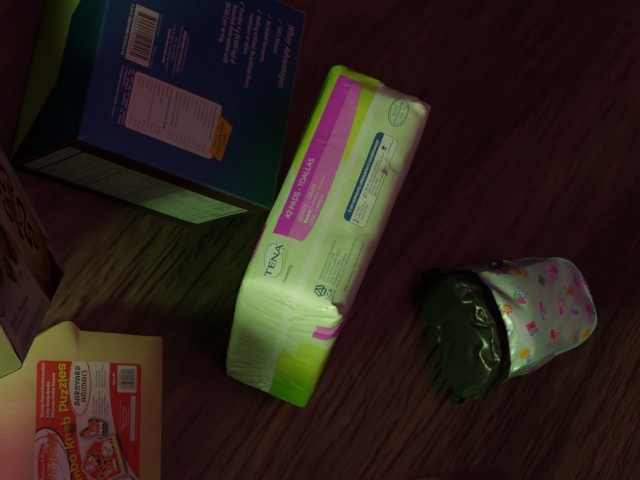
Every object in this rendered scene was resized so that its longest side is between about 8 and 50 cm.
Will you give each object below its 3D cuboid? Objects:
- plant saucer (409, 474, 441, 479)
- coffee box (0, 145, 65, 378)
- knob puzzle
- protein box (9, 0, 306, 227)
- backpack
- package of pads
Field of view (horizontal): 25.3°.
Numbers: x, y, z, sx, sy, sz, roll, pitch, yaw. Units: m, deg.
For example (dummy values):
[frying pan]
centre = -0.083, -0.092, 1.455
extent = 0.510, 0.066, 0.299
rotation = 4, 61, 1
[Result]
[plant saucer]
centre = 0.080, 0.348, 1.455
extent = 0.188, 0.045, 0.188
rotation = -5, 87, -39
[coffee box]
centre = -0.290, 0.008, 1.053
extent = 0.119, 0.297, 0.168
rotation = -25, 101, 1
[knob puzzle]
centre = -0.230, 0.167, 1.249
extent = 0.213, 0.030, 0.213
rotation = 6, 80, -38
[protein box]
centre = -0.145, -0.139, 1.293
extent = 0.201, 0.136, 0.199
rotation = 20, 71, -34
[backpack]
centre = 0.210, 0.086, 1.552
extent = 0.182, 0.115, 0.151
rotation = -13, 89, -41
[package of pads]
centre = 0.000, 0.000, 1.297
extent = 0.101, 0.296, 0.229
rotation = 22, 67, 1
